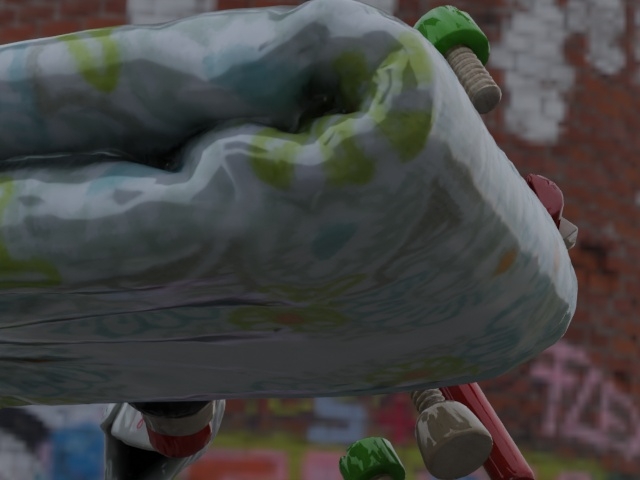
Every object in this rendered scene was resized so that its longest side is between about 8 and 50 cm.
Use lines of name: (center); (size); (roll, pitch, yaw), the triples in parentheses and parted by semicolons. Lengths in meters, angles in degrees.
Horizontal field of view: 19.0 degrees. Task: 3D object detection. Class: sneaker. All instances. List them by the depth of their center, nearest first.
sneaker: (-0.099, 0.089, 1.302); (0.090, 0.115, 0.232); (16, -57, 7)

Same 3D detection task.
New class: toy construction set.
toy construction set: (0.000, 0.000, 1.086); (0.257, 0.237, 0.309); (-33, -44, 3)

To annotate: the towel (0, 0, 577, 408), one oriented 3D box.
towel: (-0.107, 0.013, 0.713); (0.375, 0.090, 0.320); (-8, -11, 14)
